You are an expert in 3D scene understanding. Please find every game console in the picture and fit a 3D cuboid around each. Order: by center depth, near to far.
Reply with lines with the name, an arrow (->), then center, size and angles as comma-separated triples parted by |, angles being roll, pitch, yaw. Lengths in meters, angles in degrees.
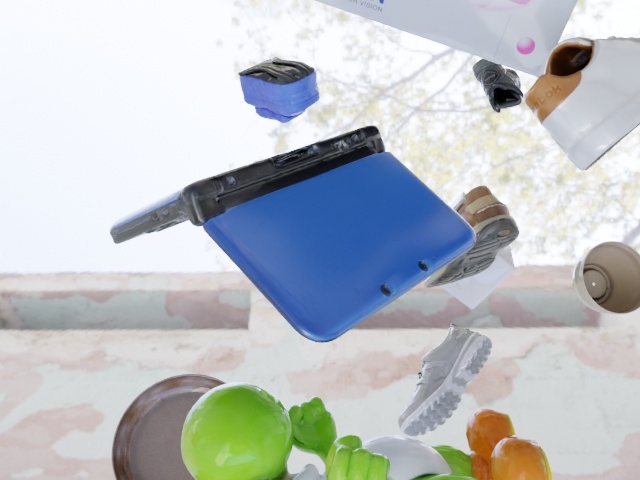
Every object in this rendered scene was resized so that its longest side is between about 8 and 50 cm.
game console -> -0.025, -0.007, 0.728 | 0.250, 0.173, 0.293 | -18, -175, 45

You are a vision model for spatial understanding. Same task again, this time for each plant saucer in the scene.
plant saucer -> -0.287, 0.444, 1.456 | 0.311, 0.050, 0.310 | 0, -116, 0

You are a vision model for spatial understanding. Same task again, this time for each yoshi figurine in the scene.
yoshi figurine -> 0.016, 0.210, 0.650 | 0.362, 0.203, 0.203 | -6, -139, 0

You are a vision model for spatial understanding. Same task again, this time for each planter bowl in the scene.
planter bowl -> 0.634, 0.091, 1.518 | 0.162, 0.162, 0.109 | -8, 169, -11

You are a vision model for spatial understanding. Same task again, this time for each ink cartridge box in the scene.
ink cartridge box -> 0.161, -0.388, 0.755 | 0.324, 0.330, 0.071 | 22, -141, 9

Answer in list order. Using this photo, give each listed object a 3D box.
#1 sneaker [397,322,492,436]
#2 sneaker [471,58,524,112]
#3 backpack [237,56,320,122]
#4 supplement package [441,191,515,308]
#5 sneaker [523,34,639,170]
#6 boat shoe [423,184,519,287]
sneaker -> 0.260, 0.310, 1.506 | 0.281, 0.105, 0.115 | -48, -135, -12
sneaker -> 0.457, -0.369, 1.685 | 0.087, 0.130, 0.227 | -28, 164, 25
backpack -> -0.058, -0.252, 1.139 | 0.120, 0.101, 0.098 | 19, -132, 40
supplement package -> 0.421, 0.021, 1.936 | 0.178, 0.175, 0.293 | 36, -154, -8
sneaker -> 0.326, -0.191, 0.727 | 0.290, 0.106, 0.123 | -34, -104, -34
boat shoe -> 0.282, -0.004, 1.338 | 0.123, 0.324, 0.119 | -11, -111, -19
